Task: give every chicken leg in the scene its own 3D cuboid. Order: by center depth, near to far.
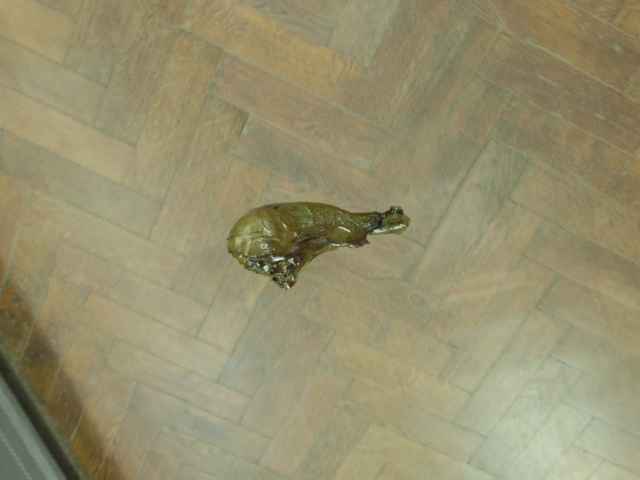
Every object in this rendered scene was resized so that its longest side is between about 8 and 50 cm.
[{"bbox_3d":[0.000,0.000,0.678,0.178,0.070,0.093,-13,119,-14],"label":"chicken leg"}]
